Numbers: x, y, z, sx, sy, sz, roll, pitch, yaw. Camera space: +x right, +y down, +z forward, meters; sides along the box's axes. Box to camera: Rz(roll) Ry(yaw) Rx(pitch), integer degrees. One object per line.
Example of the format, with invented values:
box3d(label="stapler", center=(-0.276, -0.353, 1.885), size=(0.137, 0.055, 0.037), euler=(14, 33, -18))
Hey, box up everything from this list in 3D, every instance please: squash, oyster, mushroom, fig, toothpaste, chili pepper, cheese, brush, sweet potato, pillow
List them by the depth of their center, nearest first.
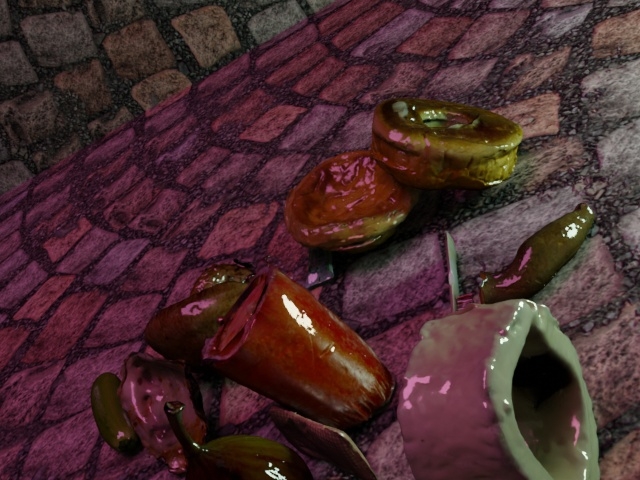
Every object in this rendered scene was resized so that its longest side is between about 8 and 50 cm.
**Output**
box3d(label="cheese", center=(0.239, 0.228, 1.100), size=(0.153, 0.332, 0.292), euler=(-14, 49, 32))
box3d(label="fig", center=(-0.156, 0.366, 1.318), size=(0.217, 0.321, 0.217), euler=(-30, 26, 16))
box3d(label="pillow", center=(0.000, 0.338, 1.389), size=(0.211, 0.135, 0.034), euler=(5, 48, 51))
box3d(label="sweet potato", center=(0.389, 0.021, 1.492), size=(0.286, 0.085, 0.112), euler=(-43, 26, -14))
box3d(label="chili pepper", center=(-0.048, 0.211, 1.501), size=(0.229, 0.305, 0.251), euler=(-51, 20, -11))
box3d(label="brush", center=(0.260, 0.097, 1.545), size=(0.050, 0.060, 0.321), euler=(-12, 35, 13))
box3d(label="oyster", center=(-0.318, 0.345, 1.706), size=(0.361, 0.096, 0.221), euler=(-1, 82, 52))
box3d(label="mushroom", center=(-0.222, 0.167, 1.791), size=(0.283, 0.195, 0.263), euler=(-44, -5, -24))
box3d(label="squash", center=(-0.462, 0.380, 1.849), size=(0.082, 0.082, 0.292), euler=(-38, 31, -5))
box3d(label="toothpaste", center=(0.000, 0.000, 1.964), size=(0.074, 0.048, 0.297), euler=(-23, 35, 19))

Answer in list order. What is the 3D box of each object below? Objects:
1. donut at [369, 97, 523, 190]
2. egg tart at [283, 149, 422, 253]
box3d(label="donut", center=(0.259, -0.201, 1.793), size=(0.330, 0.160, 0.330), euler=(5, 22, -2))
box3d(label="egg tart", center=(0.080, -0.073, 1.880), size=(0.341, 0.129, 0.341), euler=(-17, 34, 12))
